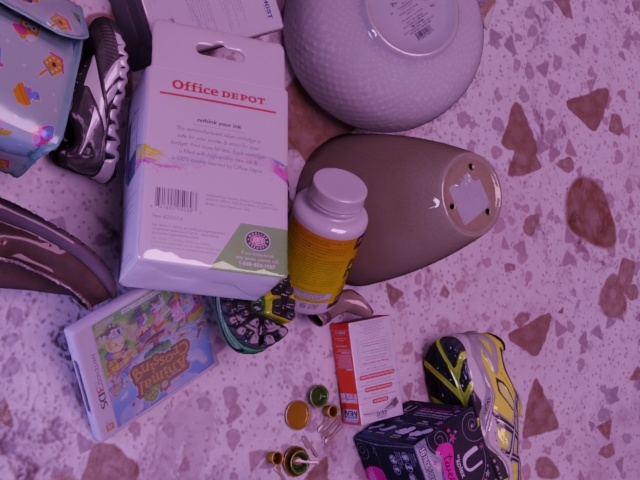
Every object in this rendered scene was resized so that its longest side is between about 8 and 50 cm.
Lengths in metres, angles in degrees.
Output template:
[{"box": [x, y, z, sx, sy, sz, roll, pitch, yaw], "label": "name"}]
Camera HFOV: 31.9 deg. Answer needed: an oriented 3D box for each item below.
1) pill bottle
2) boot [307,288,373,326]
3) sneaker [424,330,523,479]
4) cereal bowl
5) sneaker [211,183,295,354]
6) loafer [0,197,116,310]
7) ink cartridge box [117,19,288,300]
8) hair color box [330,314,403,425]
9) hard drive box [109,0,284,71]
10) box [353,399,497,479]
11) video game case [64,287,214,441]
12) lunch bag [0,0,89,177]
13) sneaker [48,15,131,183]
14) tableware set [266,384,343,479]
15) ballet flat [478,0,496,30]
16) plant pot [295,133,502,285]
[{"box": [0.000, 0.000, 1.686, 0.117, 0.117, 0.215, -14, 138, -37], "label": "pill bottle"}, {"box": [0.019, 0.107, 1.785, 0.118, 0.042, 0.087, 34, 44, 3], "label": "boot"}, {"box": [0.300, 0.341, 1.939, 0.147, 0.145, 0.384, -14, 96, -37], "label": "sneaker"}, {"box": [0.119, -0.350, 1.797, 0.339, 0.141, 0.338, 4, 78, -20], "label": "cereal bowl"}, {"box": [-0.125, 0.004, 1.660, 0.134, 0.146, 0.343, 4, 69, -19], "label": "sneaker"}, {"box": [-0.431, 0.005, 1.430, 0.366, 0.134, 0.130, 33, 80, -28], "label": "loafer"}, {"box": [-0.158, -0.109, 1.539, 0.207, 0.119, 0.353, 8, 68, -21], "label": "ink cartridge box"}, {"box": [0.076, 0.211, 1.833, 0.093, 0.053, 0.167, -8, 90, -37], "label": "hair color box"}, {"box": [-0.189, -0.366, 1.652, 0.232, 0.089, 0.181, -22, 100, -36], "label": "hard drive box"}, {"box": [0.191, 0.403, 1.835, 0.142, 0.163, 0.247, -29, 104, -34], "label": "box"}, {"box": [-0.245, 0.151, 1.563, 0.212, 0.023, 0.193, -33, 131, -35], "label": "video game case"}, {"box": [-0.424, -0.247, 1.424, 0.223, 0.160, 0.262, 25, 60, -30], "label": "lunch bag"}, {"box": [-0.325, -0.199, 1.542, 0.106, 0.078, 0.234, 7, 84, -39], "label": "sneaker"}, {"box": [-0.025, 0.305, 1.767, 0.154, 0.024, 0.104, -42, 111, -31], "label": "tableware set"}, {"box": [0.245, -0.387, 1.992, 0.316, 0.108, 0.106, -58, 135, -18], "label": "ballet flat"}, {"box": [0.144, -0.058, 1.767, 0.257, 0.274, 0.256, 3, 85, -38], "label": "plant pot"}]
